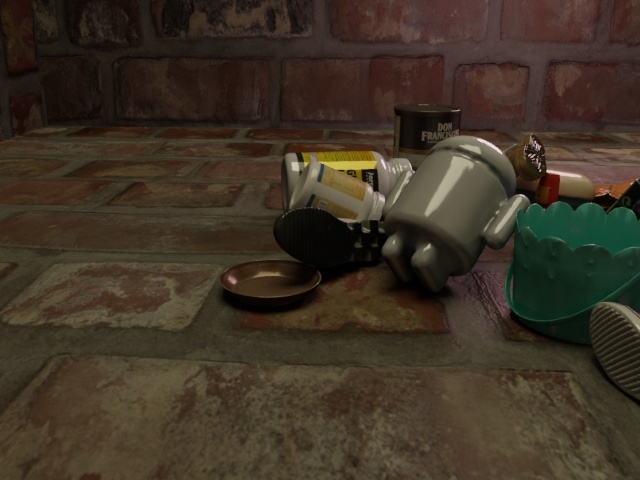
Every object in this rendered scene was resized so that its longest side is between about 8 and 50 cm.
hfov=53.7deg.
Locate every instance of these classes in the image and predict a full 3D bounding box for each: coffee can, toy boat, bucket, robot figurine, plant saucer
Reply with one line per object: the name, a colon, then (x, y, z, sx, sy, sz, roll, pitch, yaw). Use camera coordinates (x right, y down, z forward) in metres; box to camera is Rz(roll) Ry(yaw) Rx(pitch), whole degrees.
coffee can: (0.321, -0.269, 1.934, 0.202, 0.275, 0.201, 0, 19, 0)
toy boat: (0.620, -0.123, 1.755, 0.268, 0.148, 0.318, 12, 14, 17)
bucket: (0.469, 0.052, 1.121, 0.282, 0.182, 0.281, 0, 18, 0)
robot figurine: (0.264, -0.069, 1.286, 0.300, 0.199, 0.353, 22, 68, 37)
plant saucer: (-0.098, 0.086, 1.235, 0.199, 0.036, 0.198, 1, 18, 0)

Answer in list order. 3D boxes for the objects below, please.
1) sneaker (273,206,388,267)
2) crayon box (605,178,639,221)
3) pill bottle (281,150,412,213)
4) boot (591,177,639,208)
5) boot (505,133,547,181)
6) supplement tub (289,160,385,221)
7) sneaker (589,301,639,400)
sneaker: (0.000, 0.000, 1.356, 0.146, 0.122, 0.331, 0, -6, 42)
crayon box: (0.762, -0.062, 1.440, 0.319, 0.202, 0.081, -11, 55, -34)
pill bottle: (0.069, -0.146, 1.695, 0.334, 0.187, 0.188, -3, 19, -9)
boot: (0.893, -0.130, 1.859, 0.197, 0.072, 0.152, -4, 14, 25)
boot: (0.472, -0.154, 1.701, 0.270, 0.089, 0.236, -38, 4, 33)
supplement tub: (0.039, -0.092, 1.526, 0.200, 0.144, 0.144, 23, 15, -12)
sneaker: (0.515, 0.180, 0.889, 0.161, 0.102, 0.282, -2, 29, -17)
